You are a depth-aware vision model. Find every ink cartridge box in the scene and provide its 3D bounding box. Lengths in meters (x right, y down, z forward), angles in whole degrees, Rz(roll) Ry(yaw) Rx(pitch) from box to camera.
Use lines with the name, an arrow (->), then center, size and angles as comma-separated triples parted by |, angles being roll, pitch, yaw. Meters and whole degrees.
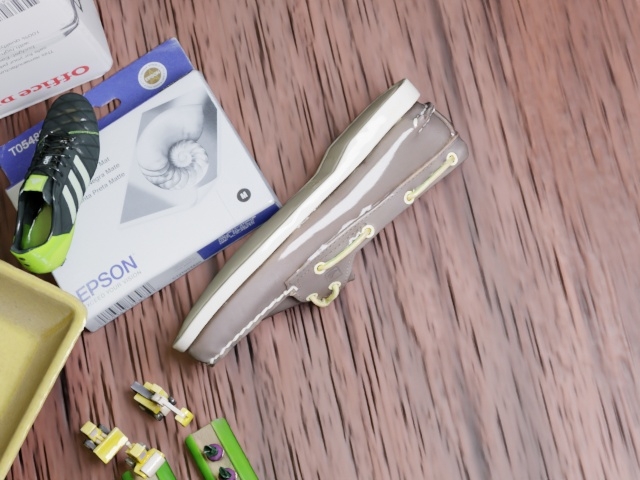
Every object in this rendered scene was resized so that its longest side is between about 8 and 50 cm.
ink cartridge box -> -0.184, -0.063, 1.737 | 0.223, 0.045, 0.224 | -33, 70, 1
ink cartridge box -> -0.338, -0.222, 1.697 | 0.198, 0.273, 0.114 | -22, 68, 5

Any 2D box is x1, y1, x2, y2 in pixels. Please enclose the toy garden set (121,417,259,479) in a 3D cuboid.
toy garden set -> -0.149, 0.303, 1.621 | 0.244, 0.049, 0.203 | -31, 70, 2

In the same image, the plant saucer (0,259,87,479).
plant saucer -> -0.424, 0.146, 1.696 | 0.333, 0.081, 0.332 | 25, 80, 11

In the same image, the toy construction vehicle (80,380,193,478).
toy construction vehicle -> -0.170, 0.169, 1.656 | 0.086, 0.035, 0.098 | -47, 42, -14

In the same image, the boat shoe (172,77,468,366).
boat shoe -> 0.000, 0.000, 1.649 | 0.097, 0.116, 0.324 | 43, 85, -9

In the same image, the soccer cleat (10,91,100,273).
soccer cleat -> -0.248, -0.058, 1.687 | 0.060, 0.072, 0.178 | 6, 76, 16
